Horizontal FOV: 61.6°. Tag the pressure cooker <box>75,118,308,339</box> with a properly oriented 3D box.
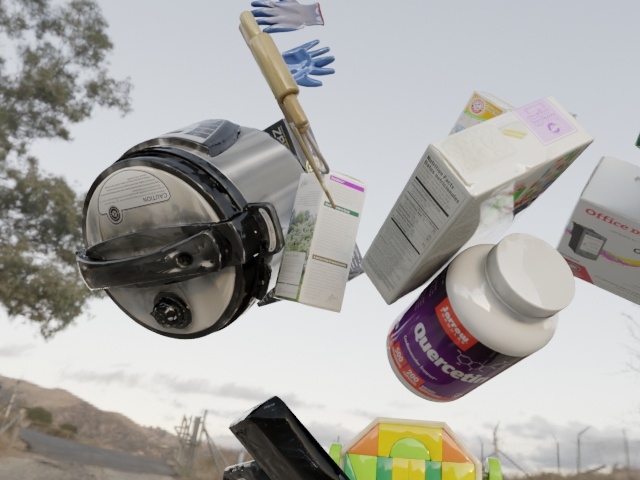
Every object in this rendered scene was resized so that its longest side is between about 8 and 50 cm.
[{"bbox_3d":[-0.230,-0.018,1.033,0.376,0.420,0.369,37,-59,7],"label":"pressure cooker"}]

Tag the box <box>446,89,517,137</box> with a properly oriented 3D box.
[{"bbox_3d":[0.439,-0.298,1.488,0.103,0.114,0.203,-10,-44,-47],"label":"box"}]

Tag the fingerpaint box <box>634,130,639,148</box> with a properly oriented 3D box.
[{"bbox_3d":[0.772,-0.132,0.750,0.372,0.163,0.445,14,7,-32],"label":"fingerpaint box"}]

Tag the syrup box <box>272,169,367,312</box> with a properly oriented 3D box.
[{"bbox_3d":[0.000,0.000,0.954,0.096,0.236,0.093,18,-9,-33],"label":"syrup box"}]

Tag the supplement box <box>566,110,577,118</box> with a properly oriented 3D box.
[{"bbox_3d":[0.459,-0.216,1.058,0.055,0.043,0.083,30,-59,19],"label":"supplement box"}]

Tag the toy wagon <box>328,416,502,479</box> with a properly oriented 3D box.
[{"bbox_3d":[0.137,0.451,0.813,0.268,0.343,0.068,1,-22,11],"label":"toy wagon"}]

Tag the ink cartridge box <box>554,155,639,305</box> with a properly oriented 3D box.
[{"bbox_3d":[0.656,-0.012,1.168,0.226,0.131,0.306,28,-19,24],"label":"ink cartridge box"}]

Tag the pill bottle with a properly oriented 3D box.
[{"bbox_3d":[0.244,0.127,0.859,0.182,0.181,0.322,14,-37,-12],"label":"pill bottle"}]

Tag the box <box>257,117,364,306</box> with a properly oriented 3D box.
[{"bbox_3d":[-0.100,-0.057,1.302,0.318,0.394,0.097,-21,2,42],"label":"box"}]

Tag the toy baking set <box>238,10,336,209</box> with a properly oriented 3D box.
[{"bbox_3d":[-0.035,-0.170,0.699,0.030,0.256,0.197,-28,-17,2],"label":"toy baking set"}]

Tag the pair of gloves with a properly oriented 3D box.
[{"bbox_3d":[-0.053,-0.396,1.049,0.160,0.198,0.023,-14,5,-26],"label":"pair of gloves"}]

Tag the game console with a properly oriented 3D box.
[{"bbox_3d":[-0.067,0.343,0.774,0.213,0.044,0.361,49,-36,3],"label":"game console"}]

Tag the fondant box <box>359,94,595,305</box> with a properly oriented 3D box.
[{"bbox_3d":[0.220,-0.048,0.828,0.239,0.096,0.330,-24,-21,-25],"label":"fondant box"}]
